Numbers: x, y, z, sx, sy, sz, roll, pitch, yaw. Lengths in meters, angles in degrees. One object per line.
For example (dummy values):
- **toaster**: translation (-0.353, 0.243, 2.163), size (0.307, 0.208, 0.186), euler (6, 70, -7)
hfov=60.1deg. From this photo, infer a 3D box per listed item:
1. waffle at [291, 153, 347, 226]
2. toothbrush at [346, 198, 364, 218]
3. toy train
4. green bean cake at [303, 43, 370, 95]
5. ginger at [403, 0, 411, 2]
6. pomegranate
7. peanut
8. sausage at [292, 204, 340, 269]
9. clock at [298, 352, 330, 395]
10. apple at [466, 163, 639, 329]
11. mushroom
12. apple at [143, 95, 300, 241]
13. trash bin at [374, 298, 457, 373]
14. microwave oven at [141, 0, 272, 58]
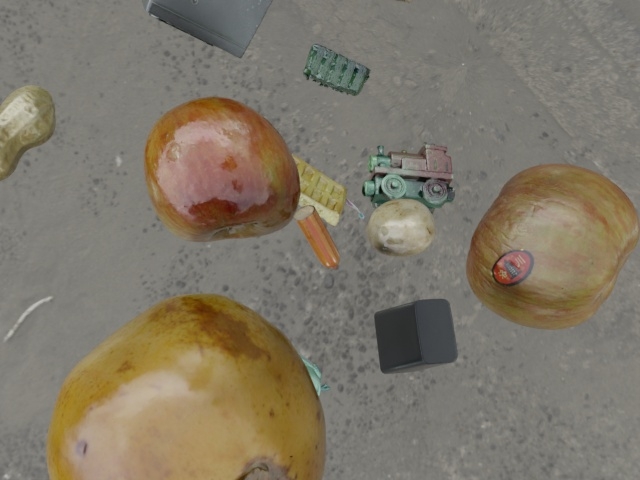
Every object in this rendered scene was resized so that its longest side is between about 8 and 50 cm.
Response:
- **waffle**: translation (-0.035, -0.174, 1.807), size (0.274, 0.168, 0.057), euler (32, 129, -8)
- **toothbrush**: translation (0.095, -0.136, 1.900), size (0.204, 0.022, 0.017), euler (53, 136, 40)
- **toy train**: translation (0.281, -0.200, 1.781), size (0.304, 0.150, 0.221), euler (4, 68, -10)
- **green bean cake**: translation (0.051, -0.536, 1.776), size (0.208, 0.193, 0.107), euler (21, 98, -2)
- **ginger**: translation (0.159, -0.658, 1.319), size (0.080, 0.104, 0.204), euler (-43, 61, 36)
- **pomegranate**: translation (-0.190, 0.286, 0.826), size (0.416, 0.416, 0.417), euler (4, 108, 13)
- **peanut**: translation (-0.671, -0.230, 1.214), size (0.125, 0.274, 0.111), euler (21, 150, 4)
- **sausage**: translation (0.000, 0.000, 0.720), size (0.031, 0.031, 0.107), euler (-15, 131, 18)
- **clock**: translation (-0.066, 0.364, 1.374), size (0.211, 0.066, 0.159), euler (33, 104, -34)
- **apple**: translation (0.172, 0.006, 0.416), size (0.102, 0.126, 0.126), euler (29, 113, 26)
- **mushroom**: translation (0.195, -0.027, 1.331), size (0.166, 0.166, 0.127), euler (0, 138, 14)
- **apple**: translation (-0.193, -0.138, 1.066), size (0.301, 0.301, 0.301), euler (4, 108, 13)
- **trash bin**: translation (0.231, 0.237, 1.362), size (0.115, 0.225, 0.165), euler (0, 74, -16)
- **microwave oven**: translation (-0.260, -0.690, 1.290), size (0.236, 0.432, 0.374), euler (16, 120, -34)
